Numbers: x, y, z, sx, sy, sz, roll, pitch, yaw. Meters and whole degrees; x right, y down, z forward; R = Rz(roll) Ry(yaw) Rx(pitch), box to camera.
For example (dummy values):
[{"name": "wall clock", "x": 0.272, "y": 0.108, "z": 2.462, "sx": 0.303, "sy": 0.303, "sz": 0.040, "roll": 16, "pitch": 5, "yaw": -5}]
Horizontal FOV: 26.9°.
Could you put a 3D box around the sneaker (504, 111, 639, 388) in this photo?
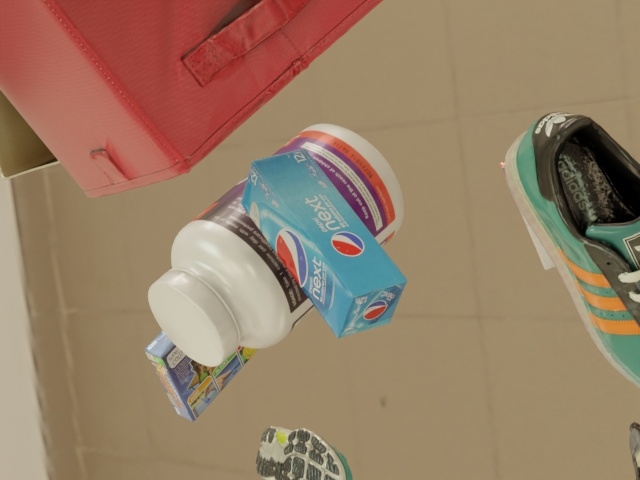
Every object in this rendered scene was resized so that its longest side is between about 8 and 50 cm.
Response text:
[{"name": "sneaker", "x": 0.267, "y": 0.023, "z": 1.130, "sx": 0.302, "sy": 0.108, "sz": 0.121, "roll": 53, "pitch": 171, "yaw": 2}]

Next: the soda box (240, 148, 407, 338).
[{"name": "soda box", "x": 0.000, "y": 0.000, "z": 1.407, "sx": 0.210, "sy": 0.071, "sz": 0.067, "roll": 53, "pitch": 142, "yaw": 32}]

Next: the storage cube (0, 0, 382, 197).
[{"name": "storage cube", "x": -0.102, "y": -0.157, "z": 0.750, "sx": 0.193, "sy": 0.183, "sz": 0.215, "roll": 52, "pitch": 160, "yaw": -15}]

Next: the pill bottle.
[{"name": "pill bottle", "x": -0.056, "y": 0.007, "z": 1.649, "sx": 0.181, "sy": 0.323, "sz": 0.182, "roll": 32, "pitch": 145, "yaw": 26}]

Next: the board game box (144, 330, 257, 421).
[{"name": "board game box", "x": -0.142, "y": 0.129, "z": 1.823, "sx": 0.035, "sy": 0.201, "sz": 0.136, "roll": 19, "pitch": 143, "yaw": 36}]

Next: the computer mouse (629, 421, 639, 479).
[{"name": "computer mouse", "x": 0.351, "y": 0.302, "z": 1.368, "sx": 0.060, "sy": 0.262, "sz": 0.184, "roll": -3, "pitch": 112, "yaw": 14}]

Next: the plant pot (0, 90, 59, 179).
[{"name": "plant pot", "x": -0.265, "y": -0.130, "z": 1.338, "sx": 0.109, "sy": 0.096, "sz": 0.109, "roll": -11, "pitch": 95, "yaw": 45}]

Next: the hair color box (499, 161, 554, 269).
[{"name": "hair color box", "x": 0.307, "y": -0.048, "z": 1.760, "sx": 0.093, "sy": 0.167, "sz": 0.053, "roll": -24, "pitch": 42, "yaw": 7}]

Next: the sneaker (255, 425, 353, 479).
[{"name": "sneaker", "x": -0.007, "y": 0.334, "z": 2.028, "sx": 0.275, "sy": 0.110, "sz": 0.107, "roll": -167, "pitch": 88, "yaw": -69}]
